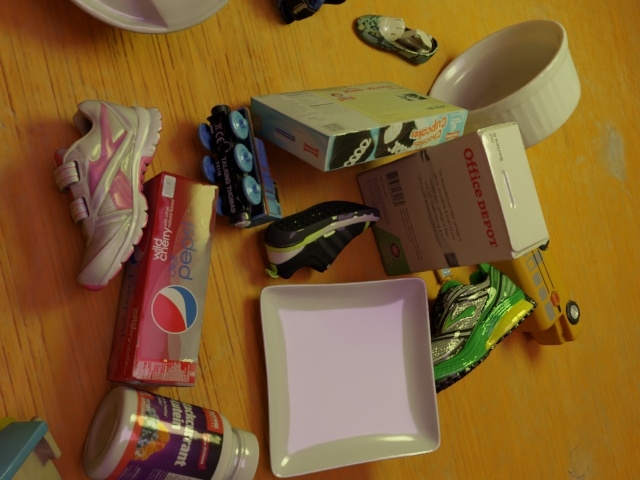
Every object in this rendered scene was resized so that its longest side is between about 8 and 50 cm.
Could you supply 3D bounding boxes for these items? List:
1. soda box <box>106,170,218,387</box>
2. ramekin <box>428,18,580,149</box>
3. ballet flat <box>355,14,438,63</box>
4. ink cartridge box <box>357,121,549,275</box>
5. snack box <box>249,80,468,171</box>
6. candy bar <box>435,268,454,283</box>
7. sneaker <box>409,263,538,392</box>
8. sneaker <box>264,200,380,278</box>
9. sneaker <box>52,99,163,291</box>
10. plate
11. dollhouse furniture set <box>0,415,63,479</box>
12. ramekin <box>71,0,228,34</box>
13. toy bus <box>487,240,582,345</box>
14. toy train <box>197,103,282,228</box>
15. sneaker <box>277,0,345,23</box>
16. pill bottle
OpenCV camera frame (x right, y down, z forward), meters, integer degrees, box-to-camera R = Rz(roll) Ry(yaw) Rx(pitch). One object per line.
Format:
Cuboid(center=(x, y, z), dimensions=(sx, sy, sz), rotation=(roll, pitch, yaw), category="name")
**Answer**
Cuboid(center=(-0.201, 0.052, 0.729), dimensions=(0.084, 0.092, 0.263), rotation=(15, 72, -35), category="soda box")
Cuboid(center=(0.367, -0.293, 1.122), dimensions=(0.135, 0.277, 0.277), rotation=(48, 57, -31), category="ramekin")
Cuboid(center=(0.157, -0.402, 1.107), dimensions=(0.189, 0.070, 0.070), rotation=(7, 77, -36), category="ballet flat")
Cuboid(center=(0.213, -0.060, 0.952), dimensions=(0.115, 0.273, 0.198), rotation=(-19, 93, -38), category="ink cartridge box")
Cuboid(center=(0.068, -0.197, 0.926), dimensions=(0.322, 0.187, 0.060), rotation=(-19, 129, -38), category="snack box")
Cuboid(center=(0.221, 0.008, 1.108), dimensions=(0.040, 0.018, 0.161), rotation=(-26, 97, -37), category="candy bar")
Cuboid(center=(0.241, 0.168, 1.046), dimensions=(0.344, 0.134, 0.146), rotation=(-33, 73, -32), category="sneaker")
Cuboid(center=(0.000, 0.000, 0.920), dimensions=(0.235, 0.084, 0.097), rotation=(-18, 117, -37), category="sneaker")
Cuboid(center=(-0.276, -0.063, 0.699), dimensions=(0.111, 0.103, 0.252), rotation=(15, 66, -30), category="sneaker")
Cuboid(center=(0.045, 0.202, 0.881), dimensions=(0.278, 0.045, 0.277), rotation=(-2, 82, -19), category="plate")
Cuboid(center=(-0.363, 0.377, 0.565), dimensions=(0.303, 0.198, 0.286), rotation=(-73, 152, -58), category="dollhouse furniture set")
Cuboid(center=(-0.227, -0.408, 0.712), dimensions=(0.273, 0.127, 0.272), rotation=(-12, 123, -20), category="ramekin")
Cuboid(center=(0.427, 0.076, 1.194), dimensions=(0.130, 0.108, 0.332), rotation=(-33, 102, -36), category="toy bus")
Cuboid(center=(-0.117, -0.105, 0.824), dimensions=(0.105, 0.080, 0.184), rotation=(12, 63, -67), category="toy train")
Cuboid(center=(-0.057, -0.465, 0.915), dimensions=(0.316, 0.128, 0.182), rotation=(8, 75, -38), category="sneaker")
Cuboid(center=(-0.177, 0.255, 0.700), dimensions=(0.194, 0.108, 0.108), rotation=(28, 66, -31), category="pill bottle")
